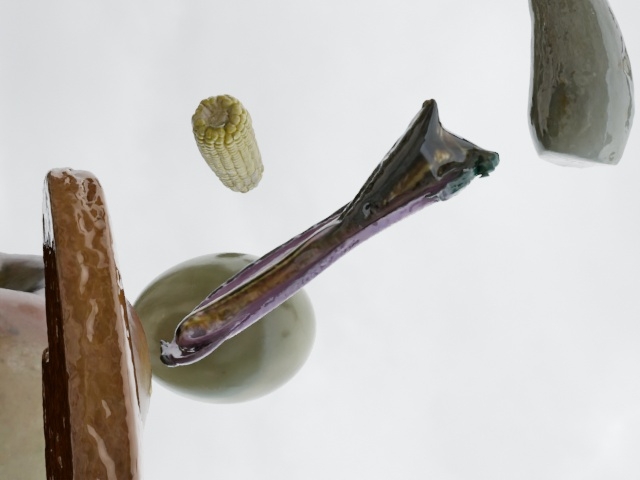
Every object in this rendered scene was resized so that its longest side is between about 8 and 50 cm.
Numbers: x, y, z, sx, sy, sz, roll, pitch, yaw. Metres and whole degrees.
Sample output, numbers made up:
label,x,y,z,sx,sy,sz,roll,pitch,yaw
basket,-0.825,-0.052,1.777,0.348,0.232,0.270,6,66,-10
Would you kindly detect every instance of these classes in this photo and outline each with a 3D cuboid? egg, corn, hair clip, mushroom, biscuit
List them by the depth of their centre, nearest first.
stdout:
label,x,y,z,sx,sy,sz,roll,pitch,yaw
biscuit,-0.120,0.074,0.406,0.192,0.036,0.186,126,-45,-55
hair clip,-0.001,0.000,0.754,0.110,0.358,0.096,49,-4,37
mushroom,0.265,-0.207,0.844,0.118,0.103,0.270,-170,-110,-72
egg,-0.124,0.107,0.989,0.241,0.186,0.186,0,-84,14
corn,-0.146,-0.150,1.281,0.244,0.093,0.093,83,-11,-73

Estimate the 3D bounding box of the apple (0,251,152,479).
label,x,y,z,sx,sy,sz,roll,pitch,yaw
apple,-0.324,0.169,0.747,0.338,0.338,0.305,20,-77,51
